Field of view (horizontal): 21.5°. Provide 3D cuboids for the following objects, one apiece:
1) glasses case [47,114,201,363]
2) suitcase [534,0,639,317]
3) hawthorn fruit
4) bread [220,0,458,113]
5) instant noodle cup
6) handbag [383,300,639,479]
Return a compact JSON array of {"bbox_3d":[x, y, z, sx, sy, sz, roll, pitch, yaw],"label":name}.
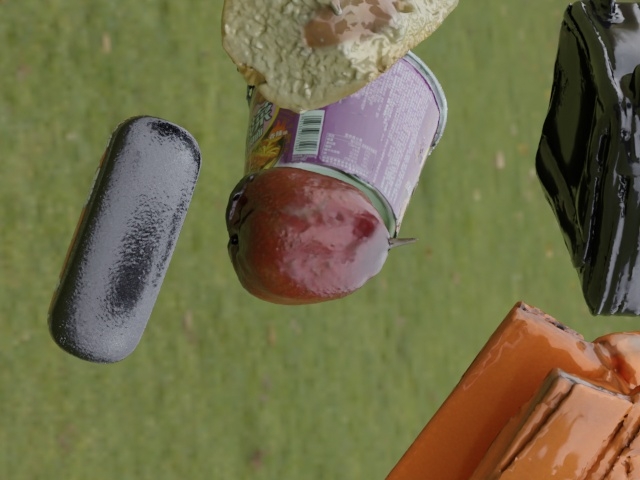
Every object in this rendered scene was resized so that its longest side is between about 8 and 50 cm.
[{"bbox_3d":[-0.206,-0.001,1.774,0.067,0.103,0.267,13,-97,69],"label":"glasses case"},{"bbox_3d":[0.374,-0.096,1.992,0.345,0.188,0.339,-98,-168,-58],"label":"suitcase"},{"bbox_3d":[0.000,0.000,2.197,0.189,0.251,0.190,8,90,-87],"label":"hawthorn fruit"},{"bbox_3d":[0.001,-0.248,1.751,0.184,0.211,0.224,53,39,-9],"label":"bread"},{"bbox_3d":[0.022,-0.122,2.656,0.340,0.339,0.266,70,24,-46],"label":"instant noodle cup"},{"bbox_3d":[0.241,0.240,1.246,0.303,0.410,0.116,-57,-151,20],"label":"handbag"}]
